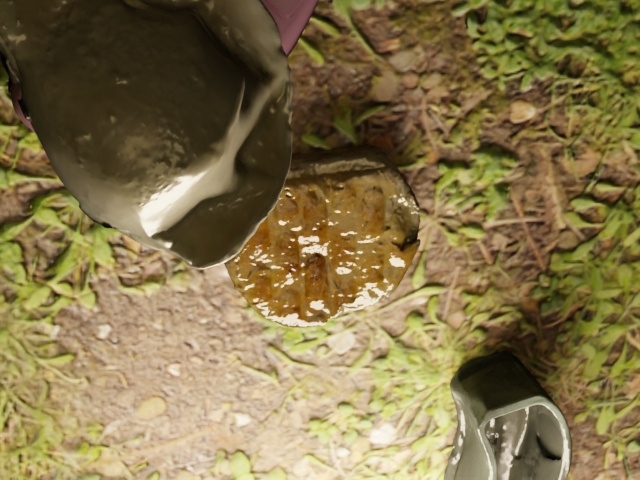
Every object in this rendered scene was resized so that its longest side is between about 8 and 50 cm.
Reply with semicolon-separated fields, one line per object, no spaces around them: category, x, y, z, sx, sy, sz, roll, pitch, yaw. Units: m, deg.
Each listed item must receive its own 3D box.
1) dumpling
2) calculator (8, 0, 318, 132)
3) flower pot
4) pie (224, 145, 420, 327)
dumpling;-0.126;-0.123;1.218;0.227;0.175;0.243;-40;139;-12
calculator;-0.135;-0.169;1.293;0.194;0.043;0.294;36;102;-28
flower pot;0.190;0.236;1.540;0.103;0.108;0.229;-8;115;-12
pie;0.000;0.000;1.410;0.195;0.046;0.195;-6;114;-13
